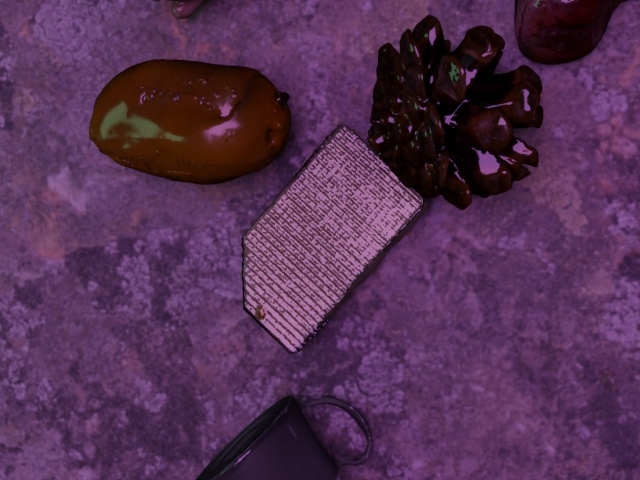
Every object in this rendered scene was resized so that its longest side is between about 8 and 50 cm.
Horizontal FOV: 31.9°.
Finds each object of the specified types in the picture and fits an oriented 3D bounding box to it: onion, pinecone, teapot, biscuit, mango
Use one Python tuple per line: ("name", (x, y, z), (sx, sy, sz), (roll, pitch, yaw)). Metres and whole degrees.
("onion", (0.295, -0.303, 1.269), (0.151, 0.098, 0.206), (8, 91, 12))
("pinecone", (0.149, -0.143, 1.241), (0.201, 0.229, 0.202), (10, 113, -26))
("teapot", (-0.038, 0.284, 1.318), (0.239, 0.162, 0.149), (-42, 91, -21))
("biscuit", (0.000, 0.000, 1.350), (0.150, 0.052, 0.252), (41, 96, 12))
("mango", (-0.156, -0.137, 1.334), (0.248, 0.156, 0.151), (2, 127, 12))

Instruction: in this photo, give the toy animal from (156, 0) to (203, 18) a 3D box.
("toy animal", (-0.064, -0.408, 1.265), (0.246, 0.277, 0.345), (23, 92, -4))
